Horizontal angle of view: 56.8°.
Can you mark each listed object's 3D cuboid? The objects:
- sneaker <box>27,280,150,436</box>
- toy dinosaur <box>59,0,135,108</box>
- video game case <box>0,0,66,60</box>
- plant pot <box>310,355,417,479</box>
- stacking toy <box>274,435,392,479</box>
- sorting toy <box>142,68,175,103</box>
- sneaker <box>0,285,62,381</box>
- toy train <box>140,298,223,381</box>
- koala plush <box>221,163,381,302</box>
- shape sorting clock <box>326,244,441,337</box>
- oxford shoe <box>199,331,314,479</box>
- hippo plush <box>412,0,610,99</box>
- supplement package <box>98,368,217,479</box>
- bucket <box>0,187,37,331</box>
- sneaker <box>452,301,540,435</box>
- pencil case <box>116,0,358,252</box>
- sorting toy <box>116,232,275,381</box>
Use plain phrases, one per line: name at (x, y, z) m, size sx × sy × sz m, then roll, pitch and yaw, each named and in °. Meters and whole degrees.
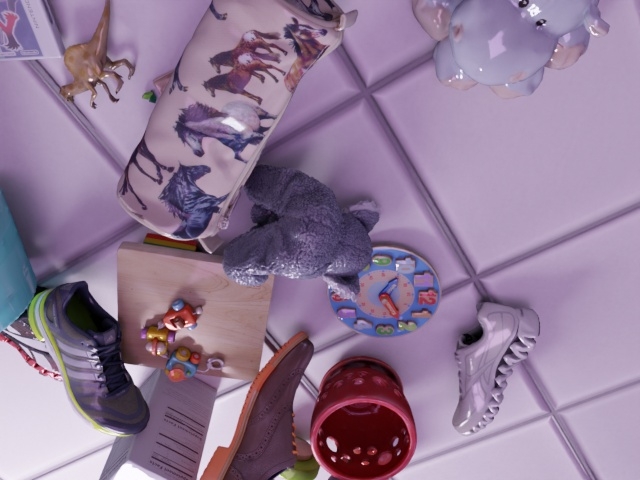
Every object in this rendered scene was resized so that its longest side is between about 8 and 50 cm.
sneaker at (-0.384, 0.202, 1.012) m, size 0.121 × 0.111 × 0.299 m, roll -30°, pitch 95°, yaw 37°
toy dinosaur at (-0.323, -0.256, 0.858) m, size 0.093 × 0.053 × 0.183 m, roll 32°, pitch 117°, yaw -15°
video game case at (-0.478, -0.334, 0.810) m, size 0.202 × 0.023 × 0.183 m, roll -1°, pitch 131°, yaw 6°
plant pot at (0.076, 0.328, 1.120) m, size 0.191 × 0.174 × 0.191 m, roll 0°, pitch 109°, yaw -1°
stacking toy at (0.018, 0.447, 1.165) m, size 0.280 × 0.309 × 0.130 m, roll 25°, pitch 100°, yaw 4°
sorting toy at (-0.227, -0.221, 0.899) m, size 0.083 × 0.012 × 0.062 m, roll -22°, pitch 119°, yaw 14°
sneaker at (-0.509, 0.162, 1.092) m, size 0.276 × 0.097 × 0.135 m, roll 40°, pitch 117°, yaw -19°
toy train at (-0.241, 0.185, 1.024) m, size 0.125 × 0.046 × 0.166 m, roll -15°, pitch 120°, yaw 11°
koala plush at (0.000, 0.000, 0.924) m, size 0.221 × 0.203 × 0.196 m, roll 23°, pitch 78°, yaw -39°
shape sorting clock at (0.114, 0.098, 1.068) m, size 0.207 × 0.040 × 0.206 m, roll 1°, pitch 121°, yaw 1°
oxford shoe at (-0.085, 0.341, 1.070) m, size 0.133 × 0.363 × 0.130 m, roll 24°, pitch 162°, yaw 13°
hippo plush at (0.267, -0.277, 0.720) m, size 0.234 × 0.236 × 0.294 m, roll 39°, pitch 115°, yaw -20°
supplement package at (-0.308, 0.383, 1.135) m, size 0.134 × 0.244 × 0.139 m, roll 35°, pitch 117°, yaw -18°
bucket at (-0.603, 0.039, 0.927) m, size 0.282 × 0.281 × 0.183 m, roll -4°, pitch 126°, yaw 4°
sneaker at (0.301, 0.240, 1.122) m, size 0.119 × 0.110 × 0.291 m, roll 18°, pitch 112°, yaw 0°
pencil case at (-0.125, -0.184, 0.831) m, size 0.184 × 0.160 × 0.410 m, roll 33°, pitch 117°, yaw -7°
sorting toy at (-0.221, 0.115, 1.060) m, size 0.257 × 0.089 × 0.255 m, roll 9°, pitch 121°, yaw -4°
